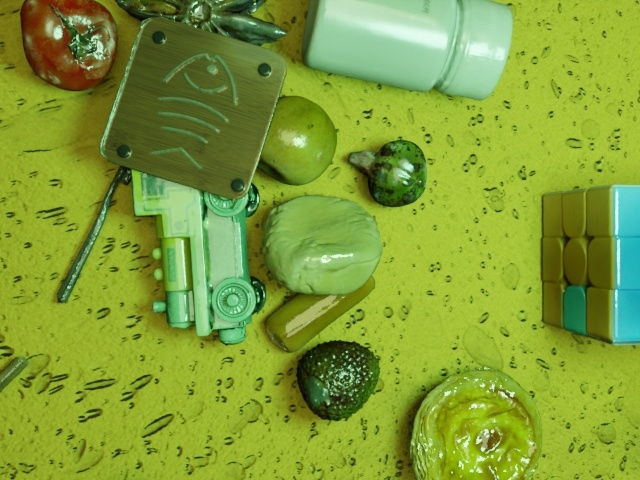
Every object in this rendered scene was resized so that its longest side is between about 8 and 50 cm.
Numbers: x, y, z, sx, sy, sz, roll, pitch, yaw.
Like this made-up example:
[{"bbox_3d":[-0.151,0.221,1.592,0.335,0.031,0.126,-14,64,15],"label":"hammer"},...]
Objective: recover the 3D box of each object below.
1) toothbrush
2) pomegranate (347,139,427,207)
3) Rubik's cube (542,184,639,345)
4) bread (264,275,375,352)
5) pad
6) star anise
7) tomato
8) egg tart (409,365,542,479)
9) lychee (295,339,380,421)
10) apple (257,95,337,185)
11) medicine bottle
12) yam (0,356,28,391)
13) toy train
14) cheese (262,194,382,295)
[{"bbox_3d":[-0.433,-0.014,1.486,0.031,0.030,0.297,27,85,-18],"label":"toothbrush"},{"bbox_3d":[0.135,-0.138,1.535,0.163,0.125,0.138,17,99,-8],"label":"pomegranate"},{"bbox_3d":[0.634,0.041,1.535,0.291,0.291,0.291,-1,90,-10],"label":"Rubik's cube"},{"bbox_3d":[0.000,0.129,1.537,0.239,0.074,0.092,-39,101,-8],"label":"bread"},{"bbox_3d":[-0.229,-0.242,1.401,0.287,0.018,0.284,17,87,3],"label":"pad"},{"bbox_3d":[-0.227,-0.418,1.483,0.332,0.117,0.331,0,89,-1],"label":"star anise"},{"bbox_3d":[-0.469,-0.366,1.416,0.187,0.151,0.187,-24,124,-42],"label":"tomato"},{"bbox_3d":[0.308,0.401,1.568,0.295,0.116,0.294,0,87,-8],"label":"egg tart"},{"bbox_3d":[0.037,0.268,1.507,0.171,0.171,0.171,0,90,-10],"label":"lychee"},{"bbox_3d":[-0.057,-0.194,1.481,0.182,0.182,0.155,34,81,-8],"label":"apple"},{"bbox_3d":[0.163,-0.402,1.499,0.372,0.211,0.211,10,88,-10],"label":"medicine bottle"},{"bbox_3d":[-0.610,0.276,1.453,0.032,0.032,0.145,43,84,-7],"label":"yam"},{"bbox_3d":[-0.229,0.019,1.468,0.237,0.150,0.368,-4,90,-1],"label":"toy train"},{"bbox_3d":[0.000,0.000,1.475,0.226,0.214,0.117,-1,134,-14],"label":"cheese"}]
